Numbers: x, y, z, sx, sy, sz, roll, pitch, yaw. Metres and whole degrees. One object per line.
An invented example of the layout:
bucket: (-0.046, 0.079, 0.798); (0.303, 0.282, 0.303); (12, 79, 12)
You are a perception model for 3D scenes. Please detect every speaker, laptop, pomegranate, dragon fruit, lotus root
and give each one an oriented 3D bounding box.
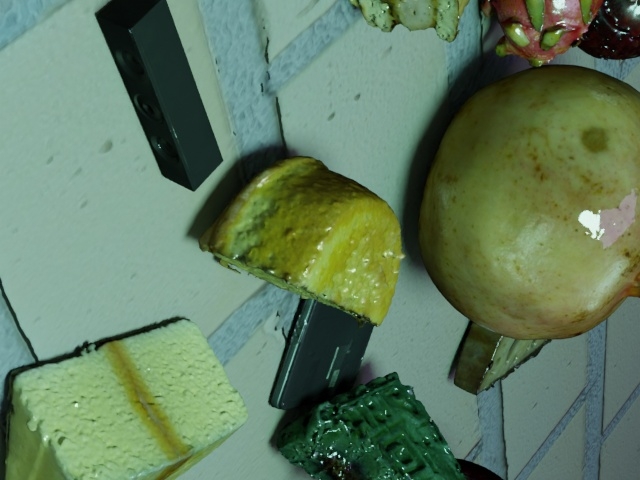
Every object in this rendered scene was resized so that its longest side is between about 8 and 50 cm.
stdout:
speaker: (-0.130, -0.124, 1.037); (0.046, 0.040, 0.191); (-49, 147, -25)
laptop: (0.019, 0.097, 1.447); (0.154, 0.026, 0.207); (-7, 119, -55)
pomegranate: (0.284, -0.031, 1.460); (0.338, 0.338, 0.338); (-36, 141, -37)
dragon fruit: (0.257, -0.303, 1.403); (0.150, 0.133, 0.208); (-21, 121, -49)
lotus root: (0.296, 0.103, 1.826); (0.260, 0.074, 0.170); (-26, 133, -43)

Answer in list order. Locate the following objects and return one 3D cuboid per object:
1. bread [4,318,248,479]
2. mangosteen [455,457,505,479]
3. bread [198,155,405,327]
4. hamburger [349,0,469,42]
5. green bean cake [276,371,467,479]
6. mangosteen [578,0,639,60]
bread: (-0.212, 0.189, 1.173); (0.178, 0.135, 0.240); (-41, 165, 37)
mangosteen: (0.190, 0.457, 1.684); (0.307, 0.346, 0.307); (-60, -171, 17)
bread: (0.000, 0.000, 1.228); (0.140, 0.143, 0.229); (-61, 152, -1)
hamburger: (0.081, -0.319, 1.142); (0.262, 0.124, 0.131); (80, 28, -52)
green bean cake: (0.073, 0.274, 1.481); (0.107, 0.208, 0.193); (-39, 167, 32)
mangosteen: (0.378, -0.307, 1.561); (0.180, 0.166, 0.166); (-27, 140, -80)
